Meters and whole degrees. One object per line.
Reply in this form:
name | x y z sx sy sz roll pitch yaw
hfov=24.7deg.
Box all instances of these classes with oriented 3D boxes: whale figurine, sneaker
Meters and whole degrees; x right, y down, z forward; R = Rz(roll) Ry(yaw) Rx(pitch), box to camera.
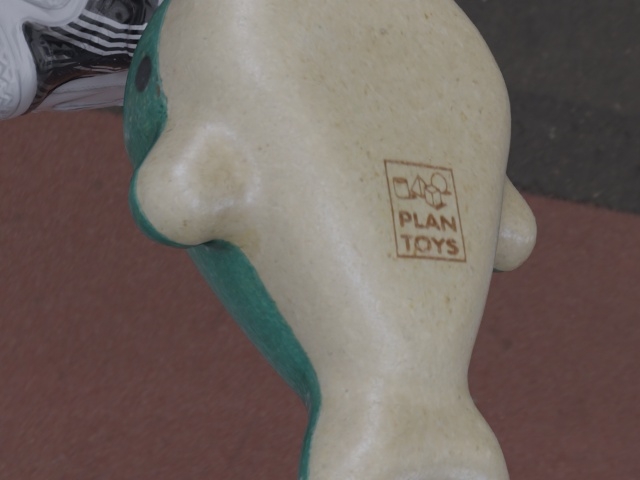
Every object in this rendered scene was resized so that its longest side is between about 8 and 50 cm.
whale figurine | 0.000 0.000 0.648 0.216 0.141 0.272 3 67 -39
sneaker | -0.125 -0.170 1.077 0.366 0.210 0.137 -8 99 14
